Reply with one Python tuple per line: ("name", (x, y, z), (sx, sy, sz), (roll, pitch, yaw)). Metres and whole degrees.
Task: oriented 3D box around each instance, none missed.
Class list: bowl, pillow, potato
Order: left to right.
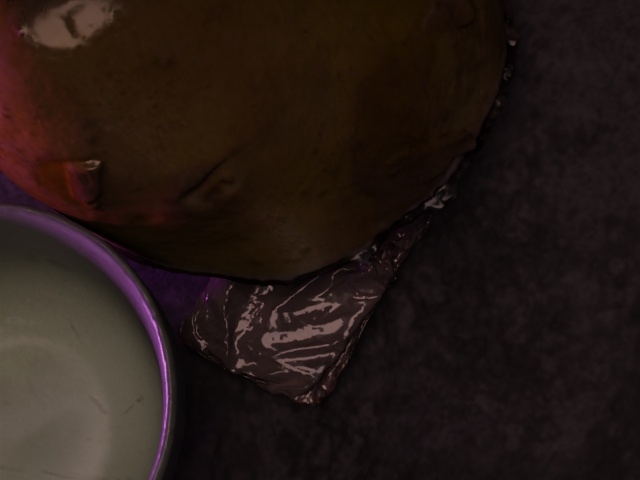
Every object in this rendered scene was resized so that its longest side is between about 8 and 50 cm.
("bowl", (-0.239, 0.138, 1.484), (0.307, 0.163, 0.307), (-3, 73, 10))
("potato", (-0.065, -0.148, 1.432), (0.397, 0.296, 0.290), (-16, 63, 7))
("pillow", (0.000, 0.000, 1.548), (0.135, 0.049, 0.248), (30, 86, 11))
